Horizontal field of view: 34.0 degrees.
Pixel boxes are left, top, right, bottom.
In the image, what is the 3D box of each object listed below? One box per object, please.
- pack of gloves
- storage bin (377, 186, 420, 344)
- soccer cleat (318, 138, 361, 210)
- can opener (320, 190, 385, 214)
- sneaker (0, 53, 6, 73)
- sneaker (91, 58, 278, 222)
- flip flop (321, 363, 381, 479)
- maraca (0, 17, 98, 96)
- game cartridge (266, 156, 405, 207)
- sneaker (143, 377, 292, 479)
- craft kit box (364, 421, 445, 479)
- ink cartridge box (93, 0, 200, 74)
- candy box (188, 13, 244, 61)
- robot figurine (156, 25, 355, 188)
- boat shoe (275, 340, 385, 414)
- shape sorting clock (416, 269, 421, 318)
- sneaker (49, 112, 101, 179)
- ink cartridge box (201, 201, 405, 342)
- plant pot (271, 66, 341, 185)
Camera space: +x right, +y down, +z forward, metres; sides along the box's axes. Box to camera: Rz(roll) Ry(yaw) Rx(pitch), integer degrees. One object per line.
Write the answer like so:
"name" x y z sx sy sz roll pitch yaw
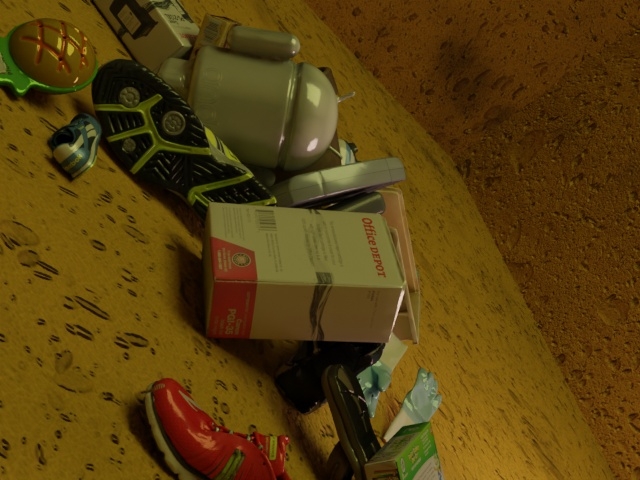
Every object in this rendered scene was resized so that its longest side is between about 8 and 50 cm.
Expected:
"pack of gloves" 0.151 0.271 1.920 0.195 0.046 0.232 47 38 -11
"storage bin" 0.120 0.045 2.108 0.262 0.123 0.260 -72 152 -69
"soccer cleat" 0.053 -0.071 2.399 0.143 0.116 0.331 -21 88 -32
"can opener" 0.000 0.000 1.889 0.076 0.283 0.095 0 -69 59
"sneaker" -0.463 -0.251 1.369 0.092 0.087 0.228 49 23 -41
"sneaker" -0.236 -0.140 1.719 0.384 0.145 0.147 48 -4 -26
"flip flop" 0.041 0.323 1.556 0.112 0.080 0.277 -9 81 -72
"maraca" -0.407 -0.264 1.519 0.186 0.099 0.127 -23 74 -47
"game cartridge" 0.011 -0.098 1.951 0.294 0.196 0.060 -14 91 -42
"sneaker" -0.097 0.258 1.265 0.279 0.118 0.107 49 16 -15
"craft kit box" 0.148 0.422 1.581 0.250 0.061 0.246 -9 88 -72
"ink cartridge box" -0.337 -0.440 2.042 0.237 0.100 0.172 54 17 2
"candy box" -0.217 -0.343 2.034 0.053 0.186 0.109 23 13 10
"robot figurine" -0.122 -0.234 1.877 0.353 0.300 0.200 9 30 -5
"boat shoe" 0.046 0.177 1.751 0.127 0.158 0.340 53 17 -4
"shape sorting clock" 0.181 0.113 2.365 0.206 0.040 0.206 -8 90 -66
"sneaker" -0.353 -0.148 1.500 0.059 0.053 0.144 41 20 -31
"ink cartridge box" -0.033 0.049 1.592 0.283 0.117 0.207 4 34 -11
"plant pot" -0.062 -0.201 2.127 0.263 0.263 0.229 -67 138 -71
